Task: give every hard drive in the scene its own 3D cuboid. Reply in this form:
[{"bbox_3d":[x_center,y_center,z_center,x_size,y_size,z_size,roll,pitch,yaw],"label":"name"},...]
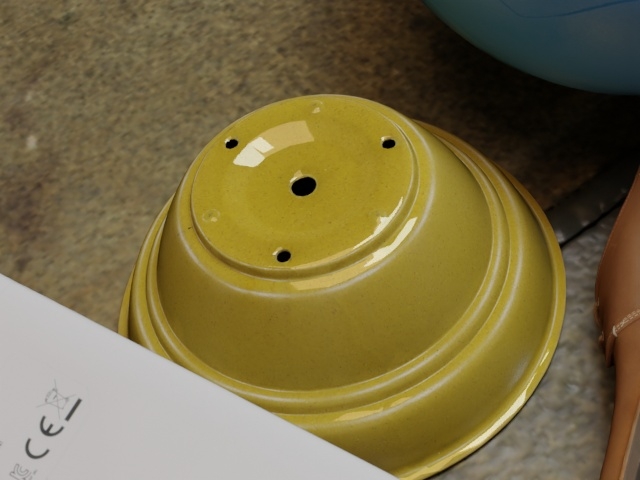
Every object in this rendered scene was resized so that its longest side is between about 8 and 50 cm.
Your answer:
[{"bbox_3d":[-0.081,0.149,0.476,0.308,0.040,0.203,23,72,27],"label":"hard drive"}]

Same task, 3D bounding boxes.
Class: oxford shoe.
[{"bbox_3d":[0.147,0.041,0.522,0.076,0.076,0.212,-11,46,45],"label":"oxford shoe"}]

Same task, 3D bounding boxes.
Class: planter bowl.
[{"bbox_3d":[0.000,0.000,0.562,0.217,0.090,0.217,-6,52,8],"label":"planter bowl"}]

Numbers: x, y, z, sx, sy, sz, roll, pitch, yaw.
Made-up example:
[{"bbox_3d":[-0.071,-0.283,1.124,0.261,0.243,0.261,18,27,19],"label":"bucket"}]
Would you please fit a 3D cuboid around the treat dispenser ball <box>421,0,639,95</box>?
[{"bbox_3d":[0.150,-0.211,0.564,0.288,0.288,0.288,-7,51,8],"label":"treat dispenser ball"}]
